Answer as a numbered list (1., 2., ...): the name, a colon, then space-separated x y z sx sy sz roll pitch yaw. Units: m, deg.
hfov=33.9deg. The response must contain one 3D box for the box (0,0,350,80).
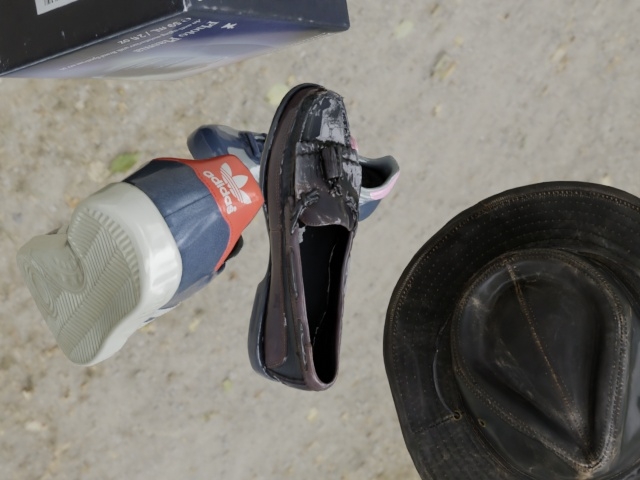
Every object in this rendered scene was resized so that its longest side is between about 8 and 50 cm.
1. box: -0.172 -0.292 1.180 0.294 0.296 0.182 -12 93 -54

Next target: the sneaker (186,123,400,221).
1. sneaker: -0.028 -0.109 1.385 0.319 0.112 0.131 16 131 -45

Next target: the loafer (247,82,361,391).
1. loafer: 0.000 0.000 1.027 0.109 0.095 0.302 1 99 -39

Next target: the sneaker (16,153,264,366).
1. sneaker: -0.156 0.014 0.917 0.148 0.131 0.350 -31 -175 -31

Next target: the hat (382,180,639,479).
1. hat: 0.193 0.102 0.834 0.331 0.331 0.134 -48 163 3
